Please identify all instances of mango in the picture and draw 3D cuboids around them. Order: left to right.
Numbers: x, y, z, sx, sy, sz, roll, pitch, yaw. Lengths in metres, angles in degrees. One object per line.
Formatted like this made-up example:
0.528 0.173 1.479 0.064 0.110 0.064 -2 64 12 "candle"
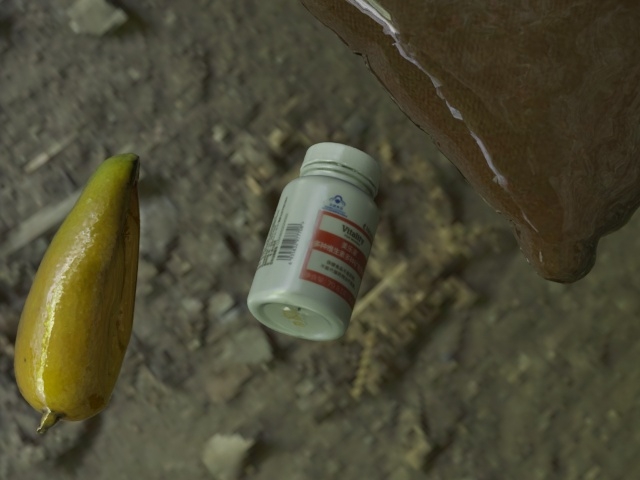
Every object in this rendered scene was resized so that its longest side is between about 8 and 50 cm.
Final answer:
-0.144 0.030 1.105 0.101 0.066 0.187 85 19 -76 "mango"

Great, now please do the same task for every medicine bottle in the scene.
0.000 0.000 1.377 0.079 0.079 0.140 43 56 -43 "medicine bottle"

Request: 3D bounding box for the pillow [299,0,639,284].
0.093 -0.187 0.620 0.308 0.108 0.305 -43 101 10 "pillow"
